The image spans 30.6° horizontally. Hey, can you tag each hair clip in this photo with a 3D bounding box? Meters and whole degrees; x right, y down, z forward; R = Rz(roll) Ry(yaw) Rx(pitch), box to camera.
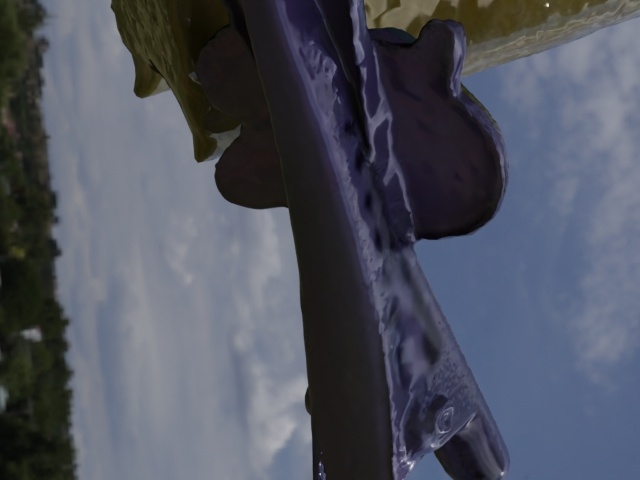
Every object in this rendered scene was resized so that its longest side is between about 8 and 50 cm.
[{"bbox_3d":[0.010,-0.001,0.464,0.137,0.090,0.279,3,-74,41],"label":"hair clip"}]

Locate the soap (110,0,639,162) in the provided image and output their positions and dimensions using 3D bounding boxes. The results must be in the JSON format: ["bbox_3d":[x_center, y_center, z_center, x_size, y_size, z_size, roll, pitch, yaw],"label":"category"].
[{"bbox_3d":[0.040,-0.223,0.532,0.156,0.335,0.294,-135,-149,-55],"label":"soap"}]
